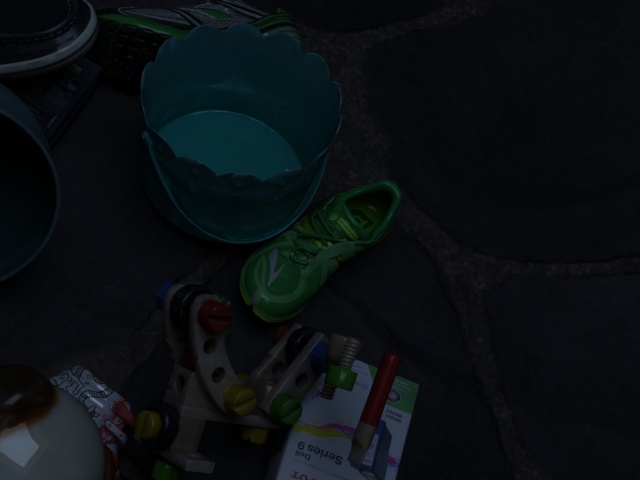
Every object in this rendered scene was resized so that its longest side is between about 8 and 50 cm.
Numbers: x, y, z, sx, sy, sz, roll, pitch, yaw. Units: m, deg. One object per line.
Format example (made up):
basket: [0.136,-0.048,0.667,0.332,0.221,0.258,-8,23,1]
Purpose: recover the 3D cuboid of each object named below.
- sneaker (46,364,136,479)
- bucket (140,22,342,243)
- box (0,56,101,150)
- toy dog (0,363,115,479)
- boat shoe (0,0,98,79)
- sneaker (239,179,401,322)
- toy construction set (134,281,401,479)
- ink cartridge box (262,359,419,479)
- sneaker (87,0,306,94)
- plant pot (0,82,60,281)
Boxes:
sneaker: [-0.269,0.277,1.718,0.145,0.090,0.270,-31,74,-28]
bucket: [-0.118,-0.140,1.927,0.281,0.183,0.281,6,55,-9]
box: [-0.448,-0.223,1.946,0.233,0.059,0.183,30,57,-1]
toy dog: [-0.377,0.325,1.479,0.284,0.395,0.408,49,44,-36]
boat shoe: [-0.539,-0.348,1.868,0.500,0.156,0.186,18,53,5]
sneaker: [0.000,0.000,1.946,0.109,0.123,0.295,45,58,7]
toy construction set: [-0.082,0.204,1.714,0.309,0.257,0.237,17,84,24]
ink cartridge box: [0.024,0.265,1.829,0.154,0.093,0.212,23,59,-7]
sneaker: [-0.185,-0.290,2.052,0.344,0.134,0.146,6,54,-27]
plant pot: [-0.477,-0.106,1.765,0.293,0.293,0.196,6,35,-16]
